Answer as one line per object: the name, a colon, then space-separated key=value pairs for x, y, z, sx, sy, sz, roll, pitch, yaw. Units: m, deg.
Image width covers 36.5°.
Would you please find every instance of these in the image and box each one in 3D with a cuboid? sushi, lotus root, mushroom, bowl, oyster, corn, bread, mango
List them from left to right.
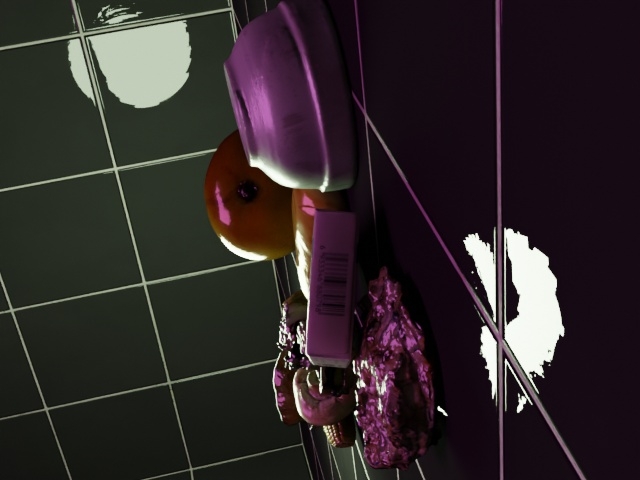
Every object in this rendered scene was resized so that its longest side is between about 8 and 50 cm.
mango: x=-0.117 y=-0.105 z=1.970 sx=0.378 sy=0.221 sz=0.263 roll=-92 pitch=-12 yaw=-76
bowl: x=-0.050 y=-0.213 z=1.485 sx=0.307 sy=0.163 sz=0.307 roll=165 pitch=90 yaw=-84
sushi: x=-0.006 y=0.172 z=1.806 sx=0.291 sy=0.131 sz=0.139 roll=-121 pitch=36 yaw=-68
lotus root: x=-0.002 y=0.299 z=1.991 sx=0.078 sy=0.183 sz=0.203 roll=8 pitch=119 yaw=54
bread: x=0.000 y=0.000 z=1.704 sx=0.305 sy=0.091 sz=0.142 roll=86 pitch=175 yaw=-46
mushroom: x=0.013 y=0.286 z=1.872 sx=0.112 sy=0.148 sz=0.148 roll=69 pitch=-178 yaw=-48
corn: x=0.023 y=0.348 z=2.124 sx=0.080 sy=0.080 sz=0.231 roll=88 pitch=169 yaw=-55
oyster: x=0.091 y=0.171 z=1.233 sx=0.198 sy=0.092 sz=0.259 roll=-124 pitch=26 yaw=-63

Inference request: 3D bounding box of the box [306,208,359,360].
box: x=0.019 y=0.082 z=1.430 sx=0.343 sy=0.065 sz=0.200 roll=85 pitch=-171 yaw=-81
